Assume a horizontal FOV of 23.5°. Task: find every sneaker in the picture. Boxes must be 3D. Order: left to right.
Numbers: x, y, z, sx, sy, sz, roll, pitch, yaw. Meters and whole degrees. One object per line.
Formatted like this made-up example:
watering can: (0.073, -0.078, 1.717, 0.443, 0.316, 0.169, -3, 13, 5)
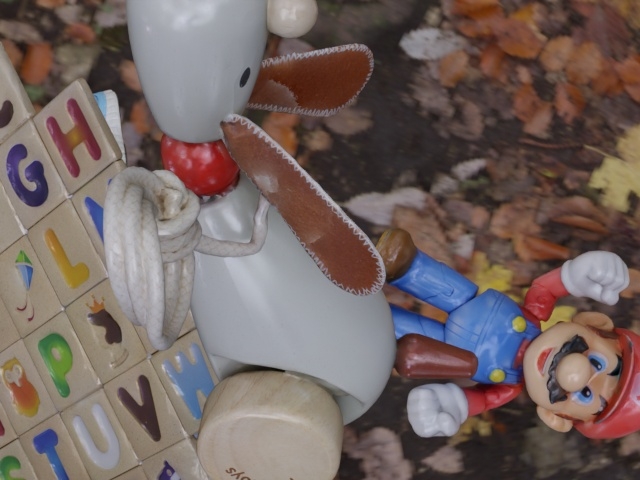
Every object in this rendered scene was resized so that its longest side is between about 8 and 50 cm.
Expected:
sneaker: (-0.246, -0.088, 1.649, 0.073, 0.063, 0.162, -5, 54, -13)

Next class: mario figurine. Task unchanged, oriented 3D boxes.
mario figurine: (0.188, 0.099, 1.513, 0.320, 0.170, 0.198, 20, 130, 9)

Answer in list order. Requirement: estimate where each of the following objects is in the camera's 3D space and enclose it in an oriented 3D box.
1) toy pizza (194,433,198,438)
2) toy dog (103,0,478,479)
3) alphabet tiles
toy pizza: (-0.144, 0.231, 1.256, 0.201, 0.032, 0.201, -3, 65, 6)
toy dog: (0.000, 0.000, 0.838, 0.161, 0.334, 0.220, -4, 60, 6)
alphabet tiles: (-0.186, 0.055, 1.038, 0.285, 0.011, 0.343, -31, 83, 44)
